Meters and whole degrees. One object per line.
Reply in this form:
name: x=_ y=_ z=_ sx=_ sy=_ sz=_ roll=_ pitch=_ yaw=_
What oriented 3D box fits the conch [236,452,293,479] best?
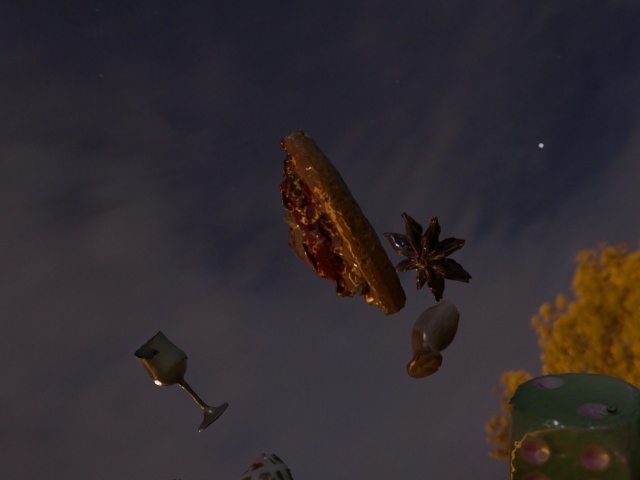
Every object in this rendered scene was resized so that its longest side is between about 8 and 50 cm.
conch: x=-0.173 y=0.818 z=2.253 sx=0.249 sy=0.368 sz=0.197 roll=-24 pitch=-10 yaw=37

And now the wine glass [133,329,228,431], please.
wine glass: x=-0.266 y=0.264 z=1.486 sx=0.079 sy=0.195 sz=0.079 roll=-41 pitch=5 yaw=4

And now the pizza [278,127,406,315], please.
pizza: x=0.000 y=0.000 z=1.748 sx=0.130 sy=0.440 sz=0.406 roll=-28 pitch=-5 yaw=-22

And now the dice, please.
dice: x=0.633 y=0.524 z=1.908 sx=0.330 sy=0.318 sz=0.322 roll=-32 pitch=-62 yaw=-66

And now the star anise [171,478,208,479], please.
star anise: x=-0.335 y=0.642 z=1.880 sx=0.236 sy=0.223 sz=0.109 roll=-17 pitch=-63 yaw=-35

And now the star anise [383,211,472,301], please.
star anise: x=0.292 y=0.046 z=2.163 sx=0.088 sy=0.288 sz=0.288 roll=-31 pitch=-31 yaw=-43

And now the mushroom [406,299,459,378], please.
mushroom: x=0.249 y=0.213 z=1.719 sx=0.088 sy=0.097 sz=0.212 roll=66 pitch=-146 yaw=-25
